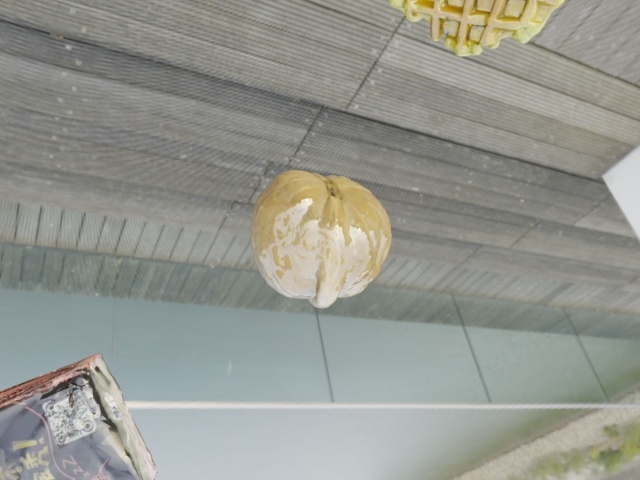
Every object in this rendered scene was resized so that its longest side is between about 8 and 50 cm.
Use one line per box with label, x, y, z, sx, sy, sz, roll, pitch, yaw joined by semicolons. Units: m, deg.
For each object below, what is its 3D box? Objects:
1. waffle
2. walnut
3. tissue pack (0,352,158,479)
waffle;0.222;-0.411;0.767;0.058;0.281;0.300;-42;172;-48
walnut;0.000;0.000;1.176;0.296;0.285;0.285;0;144;-20
tissue pack;-0.455;0.346;0.888;0.332;0.245;0.123;-24;-174;-2
